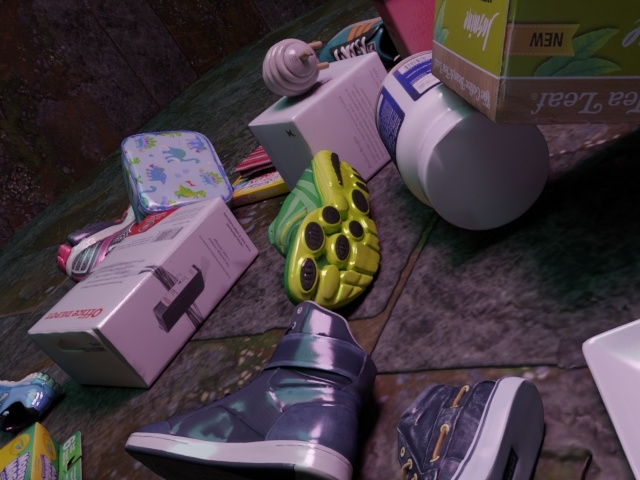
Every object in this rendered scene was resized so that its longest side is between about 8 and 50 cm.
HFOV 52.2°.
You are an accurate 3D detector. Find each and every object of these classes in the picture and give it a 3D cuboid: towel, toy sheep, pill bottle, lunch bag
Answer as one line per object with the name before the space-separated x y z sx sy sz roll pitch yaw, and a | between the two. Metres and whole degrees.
towel | -0.022 -0.212 1.268 0.199 0.031 0.275 -11 27 38
toy sheep | -0.040 -0.255 0.961 0.091 0.091 0.132 -44 7 -22
pill bottle | 0.152 -0.121 0.747 0.153 0.153 0.265 -29 24 10
lunch bag | -0.258 -0.104 1.182 0.176 0.090 0.219 -11 49 -23

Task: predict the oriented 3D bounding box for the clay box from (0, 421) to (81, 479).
clay box | -0.377 0.302 0.742 0.222 0.053 0.127 -38 24 -9

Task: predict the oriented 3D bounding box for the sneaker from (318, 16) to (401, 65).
sneaker | 0.113 -0.441 1.475 0.302 0.108 0.121 -18 24 30

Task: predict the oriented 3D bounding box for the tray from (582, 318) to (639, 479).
tray | 0.239 0.118 0.327 0.145 0.030 0.270 -25 25 18

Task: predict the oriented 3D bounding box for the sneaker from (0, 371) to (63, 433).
sneaker | -0.454 0.243 0.946 0.162 0.063 0.073 -23 29 25

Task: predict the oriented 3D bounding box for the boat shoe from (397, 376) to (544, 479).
boat shoe | 0.079 0.162 0.416 0.083 0.065 0.183 -14 23 41

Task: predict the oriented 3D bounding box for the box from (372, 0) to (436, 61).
box | 0.180 -0.397 1.144 0.127 0.232 0.148 -30 23 8

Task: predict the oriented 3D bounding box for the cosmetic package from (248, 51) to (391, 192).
cosmetic package | 0.020 -0.174 1.023 0.183 0.151 0.151 -41 25 -20

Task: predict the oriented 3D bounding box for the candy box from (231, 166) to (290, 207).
candy box | -0.097 -0.111 1.211 0.206 0.027 0.105 -11 33 42

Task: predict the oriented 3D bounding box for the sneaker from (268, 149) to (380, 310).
sneaker | 0.000 0.000 0.808 0.123 0.109 0.295 -48 17 28

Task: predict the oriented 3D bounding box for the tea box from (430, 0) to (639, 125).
tea box | 0.281 -0.273 0.522 0.329 0.323 0.220 -2 25 -4

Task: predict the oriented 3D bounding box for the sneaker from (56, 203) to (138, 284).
sneaker | -0.327 0.002 1.211 0.112 0.121 0.299 32 51 27

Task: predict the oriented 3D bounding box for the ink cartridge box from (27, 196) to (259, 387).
ink cartridge box | -0.249 0.074 0.940 0.197 0.114 0.273 -9 32 43

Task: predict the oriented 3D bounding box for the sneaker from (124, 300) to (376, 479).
sneaker | -0.056 0.139 0.578 0.226 0.086 0.163 -7 44 29
